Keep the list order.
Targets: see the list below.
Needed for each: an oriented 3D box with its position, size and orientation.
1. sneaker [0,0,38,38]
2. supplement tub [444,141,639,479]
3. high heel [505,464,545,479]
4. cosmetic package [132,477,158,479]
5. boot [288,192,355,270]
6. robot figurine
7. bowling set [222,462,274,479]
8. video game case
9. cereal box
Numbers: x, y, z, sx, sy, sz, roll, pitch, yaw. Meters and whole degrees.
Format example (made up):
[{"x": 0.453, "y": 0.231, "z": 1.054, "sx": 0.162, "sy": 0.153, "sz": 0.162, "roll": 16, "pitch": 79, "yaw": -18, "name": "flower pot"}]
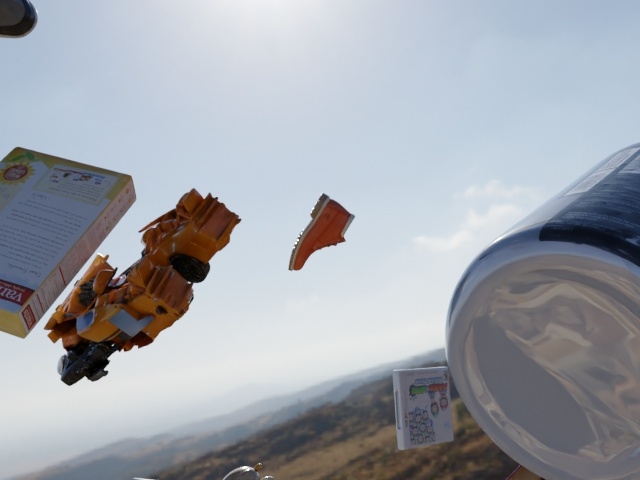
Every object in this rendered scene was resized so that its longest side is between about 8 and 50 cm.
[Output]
[{"x": -0.512, "y": -0.374, "z": 1.152, "sx": 0.268, "sy": 0.101, "sz": 0.153, "roll": 36, "pitch": -5, "yaw": -32, "name": "sneaker"}, {"x": 0.266, "y": 0.036, "z": 0.678, "sx": 0.207, "sy": 0.207, "sz": 0.338, "roll": -17, "pitch": 7, "yaw": 42, "name": "supplement tub"}, {"x": 0.289, "y": 0.367, "z": 1.138, "sx": 0.181, "sy": 0.377, "sz": 0.127, "roll": -8, "pitch": 34, "yaw": -31, "name": "high heel"}, {"x": -0.170, "y": 0.475, "z": 1.197, "sx": 0.224, "sy": 0.224, "sz": 0.138, "roll": -2, "pitch": -23, "yaw": 26, "name": "cosmetic package"}, {"x": 0.000, "y": 0.000, "z": 1.518, "sx": 0.084, "sy": 0.158, "sz": 0.059, "roll": 30, "pitch": 10, "yaw": -5, "name": "boot"}, {"x": -0.214, "y": 0.054, "z": 0.930, "sx": 0.085, "sy": 0.211, "sz": 0.291, "roll": 43, "pitch": -42, "yaw": -19, "name": "robot figurine"}, {"x": -0.119, "y": 0.374, "z": 0.808, "sx": 0.287, "sy": 0.200, "sz": 0.154, "roll": -38, "pitch": -32, "yaw": -15, "name": "bowling set"}, {"x": 0.195, "y": 0.314, "z": 1.554, "sx": 0.019, "sy": 0.143, "sz": 0.157, "roll": -12, "pitch": -12, "yaw": 43, "name": "video game case"}, {"x": -0.348, "y": -0.008, "z": 0.954, "sx": 0.173, "sy": 0.240, "sz": 0.047, "roll": 16, "pitch": -43, "yaw": 15, "name": "cereal box"}]
